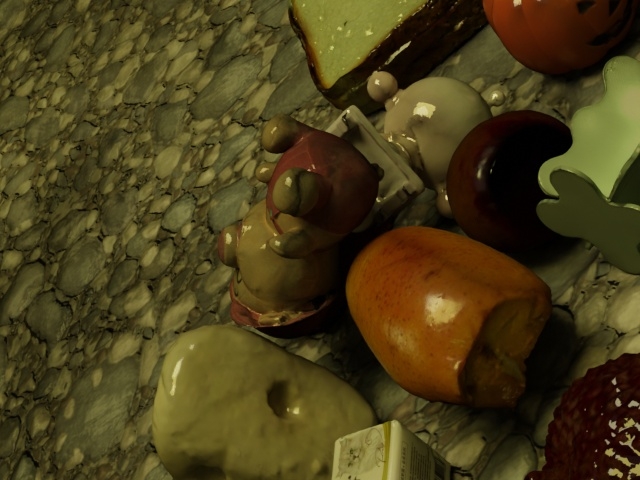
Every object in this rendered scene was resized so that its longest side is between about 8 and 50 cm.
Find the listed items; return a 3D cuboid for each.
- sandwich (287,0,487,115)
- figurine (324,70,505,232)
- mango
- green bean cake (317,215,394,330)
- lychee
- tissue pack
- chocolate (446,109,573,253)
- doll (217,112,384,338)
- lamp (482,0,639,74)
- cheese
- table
[{"bbox_3d":[0.088,-0.326,2.395,0.271,0.099,0.301,-42,37,19],"label":"sandwich"},{"bbox_3d":[0.116,-0.124,2.081,0.182,0.144,0.256,38,48,19],"label":"figurine"},{"bbox_3d":[0.134,0.074,1.891,0.201,0.199,0.350,-21,19,-12],"label":"mango"},{"bbox_3d":[0.000,0.000,2.175,0.198,0.097,0.233,-8,51,44],"label":"green bean cake"},{"bbox_3d":[0.306,0.218,1.500,0.260,0.260,0.261,-29,39,27],"label":"lychee"},{"bbox_3d":[0.069,0.284,1.813,0.099,0.106,0.149,-22,42,33],"label":"tissue pack"},{"bbox_3d":[0.218,-0.064,1.957,0.176,0.177,0.177,-29,39,27],"label":"chocolate"},{"bbox_3d":[-0.034,0.000,1.961,0.196,0.152,0.256,-47,-22,-53],"label":"doll"},{"bbox_3d":[0.284,-0.300,2.086,0.187,0.164,0.188,-27,40,25],"label":"lamp"},{"bbox_3d":[-0.106,0.214,1.969,0.251,0.248,0.174,-19,44,46],"label":"cheese"},{"bbox_3d":[0.340,-0.093,1.841,0.166,0.166,0.198,5,53,50],"label":"table"}]
